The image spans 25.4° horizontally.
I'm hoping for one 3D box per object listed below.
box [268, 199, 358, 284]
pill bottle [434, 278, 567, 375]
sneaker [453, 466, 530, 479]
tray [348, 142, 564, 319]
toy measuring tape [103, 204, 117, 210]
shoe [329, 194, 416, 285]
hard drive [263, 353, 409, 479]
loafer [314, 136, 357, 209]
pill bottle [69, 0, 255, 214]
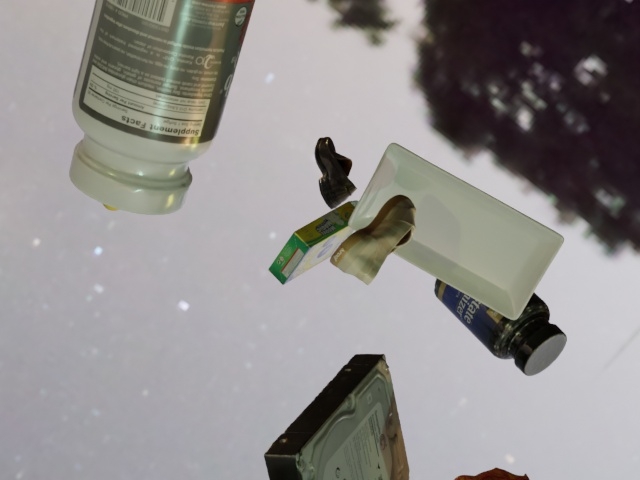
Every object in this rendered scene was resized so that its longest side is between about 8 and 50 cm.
[{"bbox_3d":[0.000,0.000,2.356,0.043,0.105,0.179,45,-138,11],"label":"box"},{"bbox_3d":[0.298,0.117,2.338,0.122,0.123,0.219,9,-149,-52],"label":"pill bottle"},{"bbox_3d":[0.275,0.402,2.310,0.175,0.064,0.067,16,-146,-36],"label":"sneaker"},{"bbox_3d":[0.185,-0.015,1.945,0.270,0.145,0.030,30,-154,5],"label":"tray"},{"bbox_3d":[-0.264,-0.190,2.365,0.121,0.330,0.121,31,178,1],"label":"toy measuring tape"},{"bbox_3d":[0.079,0.002,1.805,0.058,0.076,0.219,37,-150,9],"label":"shoe"},{"bbox_3d":[0.036,0.347,2.164,0.064,0.237,0.339,-2,-161,26],"label":"hard drive"},{"bbox_3d":[0.030,-0.127,2.515,0.062,0.061,0.170,51,-160,-43],"label":"loafer"},{"bbox_3d":[-0.226,-0.235,1.961,0.210,0.363,0.210,15,-158,-7],"label":"pill bottle"}]
